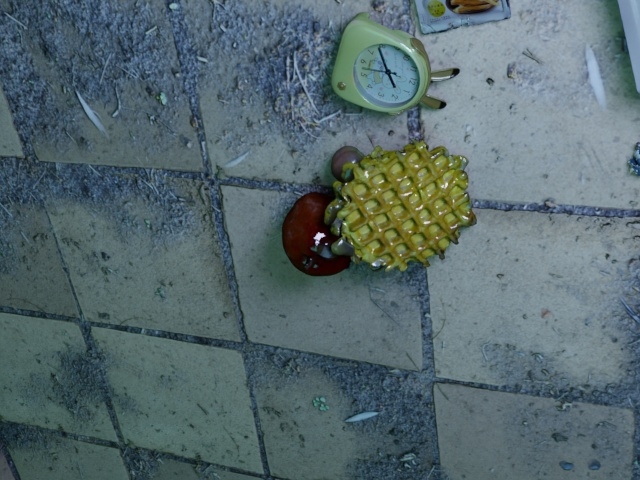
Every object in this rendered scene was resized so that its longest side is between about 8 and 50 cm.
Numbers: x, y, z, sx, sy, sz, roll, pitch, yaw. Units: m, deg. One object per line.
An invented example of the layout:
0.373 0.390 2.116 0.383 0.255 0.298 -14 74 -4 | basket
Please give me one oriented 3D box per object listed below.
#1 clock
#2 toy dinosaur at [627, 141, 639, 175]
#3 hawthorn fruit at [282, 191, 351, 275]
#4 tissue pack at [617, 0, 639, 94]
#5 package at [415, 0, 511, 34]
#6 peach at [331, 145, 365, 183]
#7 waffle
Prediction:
0.143 -0.324 1.743 0.232 0.069 0.170 23 129 6 | clock
0.599 -0.156 1.683 0.047 0.030 0.083 23 129 4 | toy dinosaur
0.000 0.000 1.952 0.185 0.202 0.185 8 126 11 | hawthorn fruit
0.573 -0.379 1.467 0.159 0.136 0.246 -7 120 28 | tissue pack
0.242 -0.462 1.625 0.171 0.027 0.173 -6 124 27 | package
0.060 -0.155 1.892 0.083 0.083 0.083 12 127 16 | peach
0.157 -0.071 1.840 0.329 0.062 0.329 -4 120 -7 | waffle
